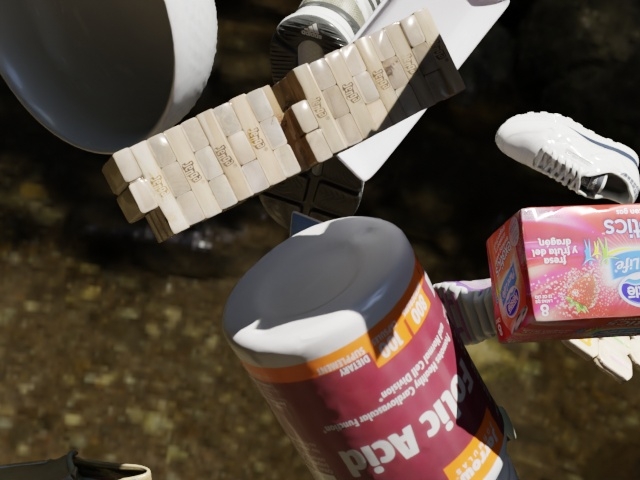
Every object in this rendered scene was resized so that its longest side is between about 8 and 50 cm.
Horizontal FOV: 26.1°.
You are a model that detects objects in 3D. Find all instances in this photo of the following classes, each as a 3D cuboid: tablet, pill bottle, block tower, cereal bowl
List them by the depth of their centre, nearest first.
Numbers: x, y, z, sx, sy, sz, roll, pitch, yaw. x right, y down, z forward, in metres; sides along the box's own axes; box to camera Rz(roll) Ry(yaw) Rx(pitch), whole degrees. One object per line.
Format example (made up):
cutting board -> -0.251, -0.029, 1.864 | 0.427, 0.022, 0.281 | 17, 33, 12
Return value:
block tower -> -0.033, -0.106, 1.302 | 0.335, 0.091, 0.097 | -27, 3, -16
pill bottle -> 0.074, 0.188, 1.544 | 0.224, 0.392, 0.224 | -23, 29, 13
cereal bowl -> -0.242, -0.275, 1.579 | 0.339, 0.339, 0.141 | 29, 41, 28
tablet -> 0.000, 0.000, 1.643 | 0.083, 0.054, 0.006 | 21, 37, 22

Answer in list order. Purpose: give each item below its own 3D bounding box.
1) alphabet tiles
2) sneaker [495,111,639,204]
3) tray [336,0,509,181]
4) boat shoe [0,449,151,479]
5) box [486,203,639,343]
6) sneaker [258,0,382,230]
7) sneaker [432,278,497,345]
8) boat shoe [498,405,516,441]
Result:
alphabet tiles -> 0.447, 0.105, 2.256 | 0.278, 0.021, 0.284 | 33, 35, -15
sneaker -> 0.381, -0.123, 2.115 | 0.235, 0.090, 0.095 | 16, 45, -3
tray -> 0.088, -0.209, 1.533 | 0.145, 0.270, 0.030 | 41, -4, -42
boat shoe -> -0.277, 0.258, 1.504 | 0.190, 0.072, 0.068 | 3, 34, -11
box -> 0.318, 0.034, 1.454 | 0.256, 0.128, 0.123 | -2, 76, -11
sneaker -> 0.032, -0.216, 2.035 | 0.169, 0.447, 0.257 | 20, 50, 11
sneaker -> 0.255, 0.090, 1.983 | 0.104, 0.095, 0.236 | -24, 10, -35
boat shoe -> 0.234, 0.255, 1.882 | 0.133, 0.042, 0.049 | 17, 48, -66
